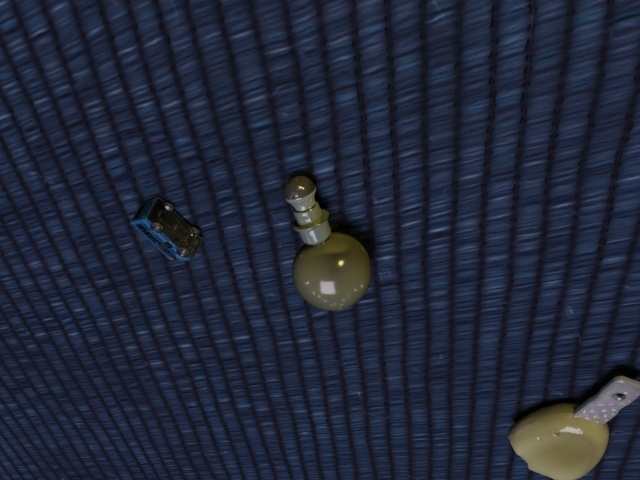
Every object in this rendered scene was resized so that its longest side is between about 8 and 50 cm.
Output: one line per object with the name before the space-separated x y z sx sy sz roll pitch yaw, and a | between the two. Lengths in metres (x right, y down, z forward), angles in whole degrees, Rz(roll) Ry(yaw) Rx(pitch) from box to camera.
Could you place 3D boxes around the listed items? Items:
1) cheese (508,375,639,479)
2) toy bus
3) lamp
cheese | 0.343 0.242 1.202 0.127 0.050 0.255 21 141 -2
toy bus | -0.185 -0.011 1.093 0.046 0.038 0.083 -13 132 39
lamp | 0.000 0.000 1.012 0.091 0.091 0.163 -5 122 26
